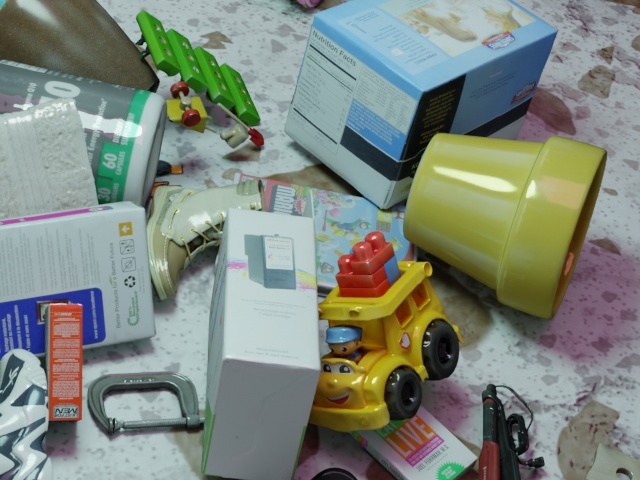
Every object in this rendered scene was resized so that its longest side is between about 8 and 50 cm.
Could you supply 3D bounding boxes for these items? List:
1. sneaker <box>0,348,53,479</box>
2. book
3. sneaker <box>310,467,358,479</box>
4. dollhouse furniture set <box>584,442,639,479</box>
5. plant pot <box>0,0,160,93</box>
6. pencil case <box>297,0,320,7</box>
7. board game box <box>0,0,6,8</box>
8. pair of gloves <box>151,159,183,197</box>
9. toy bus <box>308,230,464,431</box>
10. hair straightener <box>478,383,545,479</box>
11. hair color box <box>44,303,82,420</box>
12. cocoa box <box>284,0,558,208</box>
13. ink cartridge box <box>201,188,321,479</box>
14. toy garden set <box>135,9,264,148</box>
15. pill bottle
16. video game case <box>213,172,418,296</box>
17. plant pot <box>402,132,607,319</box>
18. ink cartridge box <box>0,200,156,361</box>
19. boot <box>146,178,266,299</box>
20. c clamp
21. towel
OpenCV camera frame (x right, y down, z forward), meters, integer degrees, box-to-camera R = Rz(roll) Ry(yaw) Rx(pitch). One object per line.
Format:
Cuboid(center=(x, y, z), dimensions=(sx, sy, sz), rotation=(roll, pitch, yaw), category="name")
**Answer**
Cuboid(center=(-0.402, 0.224, 1.634), dimensions=(0.153, 0.094, 0.235), rotation=(4, 53, -23), category="sneaker")
Cuboid(center=(0.115, 0.262, 1.780), dimensions=(0.144, 0.035, 0.096), rotation=(41, 51, 22), category="book")
Cuboid(center=(-0.006, 0.352, 1.582), dimensions=(0.107, 0.124, 0.283), rotation=(22, 43, 7), category="sneaker")
Cuboid(center=(0.347, 0.368, 1.653), dimensions=(0.129, 0.129, 0.183), rotation=(24, 43, 11), category="dollhouse furniture set")
Cuboid(center=(-0.366, -0.263, 2.097), dimensions=(0.230, 0.215, 0.215), rotation=(36, 45, 0), category="plant pot")
Cuboid(center=(-0.157, -0.546, 2.460), dimensions=(0.386, 0.167, 0.160), rotation=(23, 79, 10), category="pencil case")
Cuboid(center=(-0.502, -0.362, 2.270), dimensions=(0.126, 0.026, 0.186), rotation=(-8, 47, -21), category="board game box")
Cuboid(center=(-0.239, -0.092, 2.069), dimensions=(0.074, 0.010, 0.083), rotation=(2, 43, -12), category="pair of gloves")
Cuboid(center=(0.061, 0.106, 1.762), dimensions=(0.149, 0.211, 0.220), rotation=(1, 30, 37), category="toy bus")
Cuboid(center=(0.243, 0.273, 1.801), dimensions=(0.089, 0.047, 0.230), rotation=(27, 34, -18), category="hair straightener")
Cuboid(center=(-0.314, 0.151, 1.703), dimensions=(0.043, 0.072, 0.141), rotation=(2, 82, -15), category="hair color box")
Cuboid(center=(0.156, -0.248, 2.155), dimensions=(0.231, 0.228, 0.347), rotation=(39, 44, 25), category="cocoa box")
Cuboid(center=(-0.077, 0.104, 1.752), dimensions=(0.119, 0.207, 0.353), rotation=(7, 38, -7), category="ink cartridge box")
Cuboid(center=(-0.180, -0.217, 2.113), dimensions=(0.244, 0.049, 0.203), rotation=(29, 30, -51), category="toy garden set")
Cuboid(center=(-0.409, -0.141, 1.936), dimensions=(0.361, 0.204, 0.204), rotation=(11, 43, -2), category="pill bottle")
Cuboid(center=(0.000, 0.000, 2.024), dimensions=(0.285, 0.025, 0.204), rotation=(11, 43, -3), category="video game case")
Cuboid(center=(0.255, -0.043, 1.977), dimensions=(0.239, 0.254, 0.254), rotation=(19, 43, 13), category="plant pot")
Cuboid(center=(-0.395, 0.064, 1.745), dimensions=(0.371, 0.175, 0.069), rotation=(-10, 16, -25), category="ink cartridge box")
Cuboid(center=(-0.154, -0.008, 1.927), dimensions=(0.165, 0.077, 0.213), rotation=(-6, 40, 5), category="boot")
Cuboid(center=(-0.211, 0.214, 1.748), dimensions=(0.161, 0.022, 0.137), rotation=(2, 44, -13), category="c clamp")
Cuboid(center=(-0.380, -0.030, 1.797), dimensions=(0.187, 0.282, 0.049), rotation=(-15, 14, -23), category="towel")
